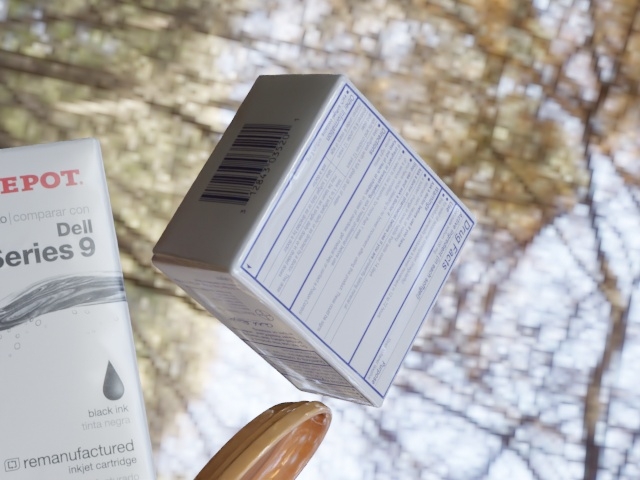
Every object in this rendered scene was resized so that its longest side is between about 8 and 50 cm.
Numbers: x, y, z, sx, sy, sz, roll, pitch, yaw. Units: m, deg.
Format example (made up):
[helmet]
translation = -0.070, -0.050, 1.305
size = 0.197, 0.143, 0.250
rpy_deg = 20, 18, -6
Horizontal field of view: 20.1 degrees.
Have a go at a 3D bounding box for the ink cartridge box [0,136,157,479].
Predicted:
[ink cartridge box]
translation = -0.255, 0.081, 1.373
size = 0.121, 0.211, 0.289
rpy_deg = 145, -64, -71

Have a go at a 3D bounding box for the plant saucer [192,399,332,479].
[plant saucer]
translation = -0.069, 0.213, 1.590
size = 0.037, 0.200, 0.200
rpy_deg = 40, -58, 15

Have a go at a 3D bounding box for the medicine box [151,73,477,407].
[medicine box]
translation = 0.000, 0.000, 2.036
size = 0.149, 0.289, 0.263
rpy_deg = 6, -120, 47
